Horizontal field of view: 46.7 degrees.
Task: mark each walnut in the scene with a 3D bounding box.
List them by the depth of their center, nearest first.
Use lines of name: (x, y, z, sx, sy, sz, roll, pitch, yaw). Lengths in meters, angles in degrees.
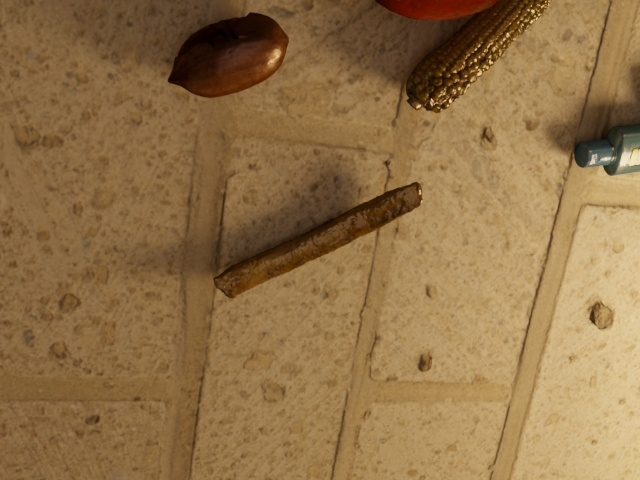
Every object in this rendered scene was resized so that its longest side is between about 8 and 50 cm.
walnut: (-0.150, -0.295, 1.195, 0.207, 0.116, 0.116, -23, 113, 2)

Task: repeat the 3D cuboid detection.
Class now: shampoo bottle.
shampoo bottle: (0.622, -0.180, 1.450, 0.258, 0.061, 0.104, -8, 124, -11)

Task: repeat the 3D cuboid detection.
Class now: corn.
corn: (0.274, -0.341, 1.292, 0.320, 0.097, 0.097, -43, 113, 0)

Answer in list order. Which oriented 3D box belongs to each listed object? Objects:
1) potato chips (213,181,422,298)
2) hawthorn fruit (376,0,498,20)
potato chips: (0.000, 0.000, 1.347, 0.407, 0.080, 0.057, -26, 96, -3)
hawthorn fruit: (0.170, -0.475, 1.129, 0.299, 0.275, 0.275, -5, 110, -22)
